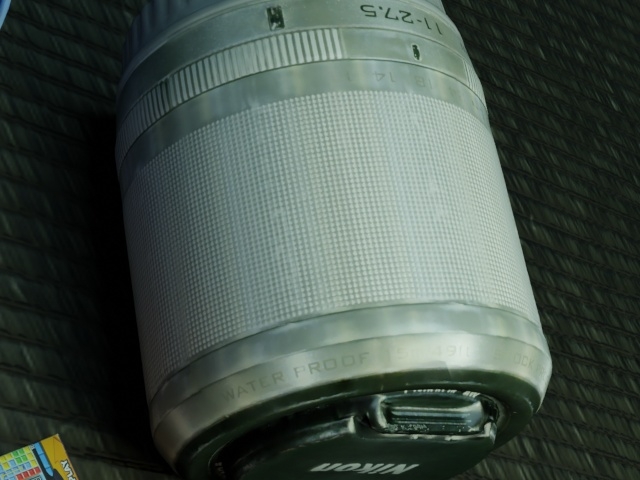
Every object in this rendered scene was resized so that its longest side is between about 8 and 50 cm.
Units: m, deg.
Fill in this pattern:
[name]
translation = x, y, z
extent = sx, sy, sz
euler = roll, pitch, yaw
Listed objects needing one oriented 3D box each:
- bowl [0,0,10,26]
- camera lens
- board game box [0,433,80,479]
[bowl]
translation = -0.339, -0.201, 0.736
extent = 0.391, 0.077, 0.391
euler = 25, 49, -33
[camera lens]
translation = 0.000, 0.000, 0.841
extent = 0.219, 0.219, 0.274
euler = 12, 57, -41
[board game box]
translation = -0.152, 0.193, 0.693
extent = 0.141, 0.048, 0.170
euler = -18, 79, -51
